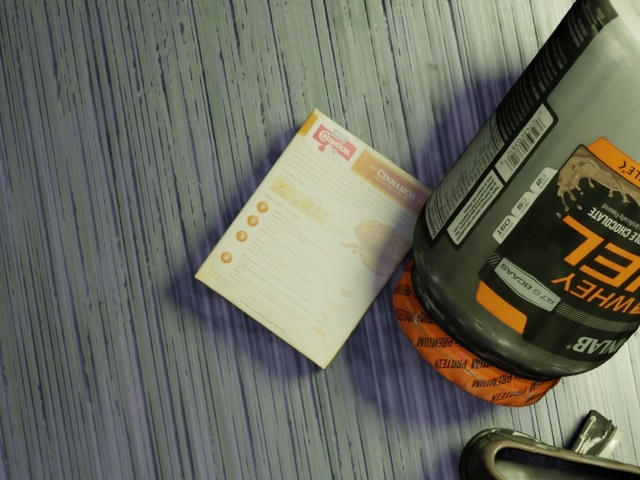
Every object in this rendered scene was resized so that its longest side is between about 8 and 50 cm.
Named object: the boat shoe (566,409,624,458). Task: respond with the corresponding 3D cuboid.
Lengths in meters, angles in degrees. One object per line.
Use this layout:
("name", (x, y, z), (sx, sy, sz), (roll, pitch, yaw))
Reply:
("boat shoe", (0.219, 0.207, 1.475), (0.038, 0.046, 0.125), (40, 84, 3))

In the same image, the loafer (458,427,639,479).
("loafer", (0.249, 0.229, 1.407), (0.268, 0.084, 0.096), (18, 79, -1))

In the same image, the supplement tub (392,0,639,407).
("supplement tub", (0.215, -0.033, 1.359), (0.207, 0.207, 0.338), (37, 120, 3))

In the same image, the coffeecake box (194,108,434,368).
("coffeecake box", (0.000, 0.000, 1.482), (0.142, 0.068, 0.185), (36, 87, 3))
